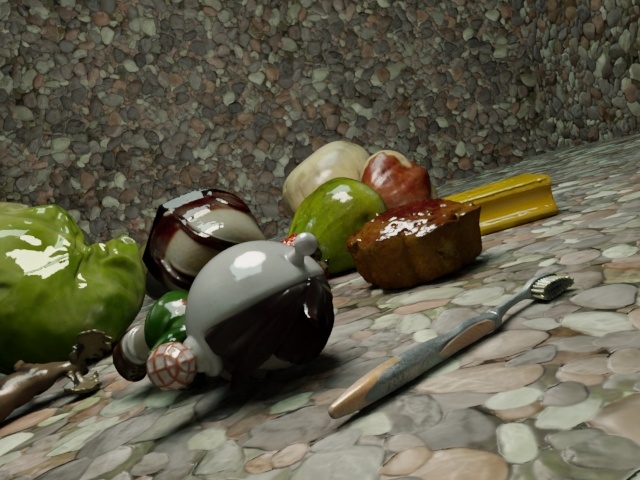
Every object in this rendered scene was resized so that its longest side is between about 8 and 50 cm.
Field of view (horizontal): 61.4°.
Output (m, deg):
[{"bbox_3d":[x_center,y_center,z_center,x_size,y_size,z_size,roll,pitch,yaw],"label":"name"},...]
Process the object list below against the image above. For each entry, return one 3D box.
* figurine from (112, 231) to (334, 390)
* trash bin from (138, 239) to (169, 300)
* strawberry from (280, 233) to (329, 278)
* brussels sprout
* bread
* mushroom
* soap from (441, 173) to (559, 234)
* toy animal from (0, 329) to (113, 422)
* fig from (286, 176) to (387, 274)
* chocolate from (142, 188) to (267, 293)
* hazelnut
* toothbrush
[{"bbox_3d":[-0.129,0.108,0.708,0.369,0.167,0.281,-24,-4,35],"label":"figurine"},{"bbox_3d":[-0.470,0.085,1.758,0.214,0.214,0.334,-15,-3,15],"label":"trash bin"},{"bbox_3d":[-0.056,0.061,1.154,0.148,0.131,0.131,-35,3,9],"label":"strawberry"},{"bbox_3d":[-0.599,0.121,1.158,0.425,0.343,0.361,15,32,-28],"label":"brussels sprout"},{"bbox_3d":[0.172,0.000,0.987,0.246,0.135,0.232,-17,6,-4],"label":"bread"},{"bbox_3d":[0.021,-0.157,1.822,0.325,0.354,0.353,-7,-3,-43],"label":"mushroom"},{"bbox_3d":[0.376,-0.071,1.305,0.324,0.096,0.204,-16,6,5],"label":"soap"},{"bbox_3d":[-0.455,0.232,0.882,0.186,0.094,0.214,-18,11,41],"label":"toy animal"},{"bbox_3d":[0.007,-0.028,1.296,0.313,0.233,0.233,-11,5,0],"label":"fig"},{"bbox_3d":[-0.237,0.040,1.193,0.283,0.284,0.186,-18,28,-15],"label":"chocolate"},{"bbox_3d":[0.191,-0.114,1.507,0.241,0.261,0.261,-48,19,-24],"label":"hazelnut"},{"bbox_3d":[0.156,0.101,0.582,0.375,0.028,0.037,-20,13,-32],"label":"toothbrush"}]
